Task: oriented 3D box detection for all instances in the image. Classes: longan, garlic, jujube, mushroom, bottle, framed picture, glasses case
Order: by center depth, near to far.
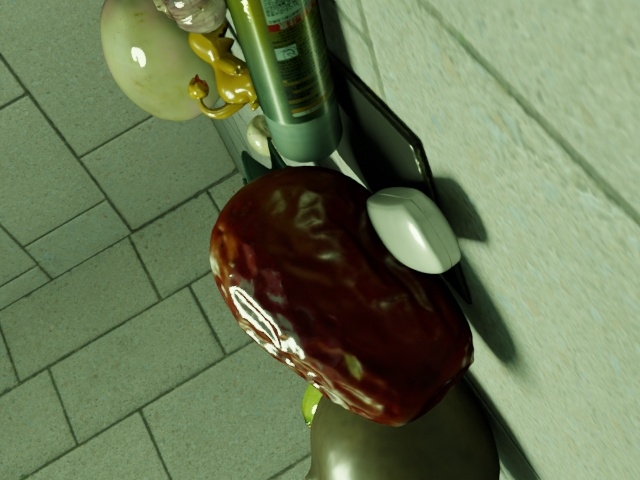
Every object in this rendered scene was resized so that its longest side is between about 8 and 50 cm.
[{"bbox_3d":[0.085,-0.012,0.865,0.074,0.049,0.193,59,176,-8],"label":"glasses case"},{"bbox_3d":[-0.034,-0.185,0.874,0.082,0.082,0.286,56,171,31],"label":"bottle"},{"bbox_3d":[0.055,-0.100,0.997,0.324,0.013,0.244,55,173,45],"label":"framed picture"},{"bbox_3d":[0.023,0.057,1.016,0.318,0.223,0.223,44,170,19],"label":"jujube"},{"bbox_3d":[0.114,0.309,1.322,0.297,0.297,0.297,59,175,8],"label":"longan"},{"bbox_3d":[-0.214,-0.392,1.421,0.159,0.102,0.147,61,174,-27],"label":"garlic"},{"bbox_3d":[-0.091,-0.187,1.606,0.083,0.084,0.067,56,134,30],"label":"mushroom"}]

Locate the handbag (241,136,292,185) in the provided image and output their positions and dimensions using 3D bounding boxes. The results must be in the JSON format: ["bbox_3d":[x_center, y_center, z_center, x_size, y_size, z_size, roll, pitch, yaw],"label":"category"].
[{"bbox_3d":[0.000,0.001,1.470,0.326,0.089,0.238,51,-176,-32],"label":"handbag"}]

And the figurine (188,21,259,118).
[{"bbox_3d":[-0.179,-0.290,1.562,0.176,0.122,0.121,58,178,4],"label":"figurine"}]

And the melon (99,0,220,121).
[{"bbox_3d":[-0.299,-0.364,1.748,0.223,0.223,0.317,56,177,35],"label":"melon"}]

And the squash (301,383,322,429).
[{"bbox_3d":[0.068,0.273,1.743,0.132,0.247,0.132,57,174,10],"label":"squash"}]
